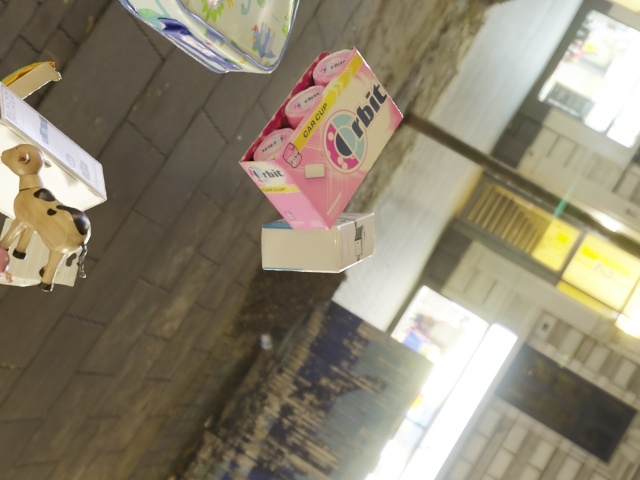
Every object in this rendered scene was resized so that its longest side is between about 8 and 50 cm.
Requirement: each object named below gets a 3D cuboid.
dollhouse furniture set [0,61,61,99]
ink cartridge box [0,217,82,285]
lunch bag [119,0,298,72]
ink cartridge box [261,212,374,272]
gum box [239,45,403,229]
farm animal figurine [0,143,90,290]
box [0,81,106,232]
[{"bbox_3d":[-0.686,-0.302,1.712,0.301,0.151,0.197,-40,-158,-16],"label":"dollhouse furniture set"},{"bbox_3d":[-0.607,0.031,1.881,0.045,0.179,0.145,109,-11,-61],"label":"ink cartridge box"},{"bbox_3d":[-0.105,-0.270,0.869,0.219,0.090,0.176,22,78,-62],"label":"lunch bag"},{"bbox_3d":[0.000,0.000,1.496,0.191,0.140,0.082,-26,115,-67],"label":"ink cartridge box"},{"bbox_3d":[0.007,-0.116,0.959,0.107,0.062,0.188,51,58,-31],"label":"gum box"},{"bbox_3d":[-0.474,-0.096,1.130,0.330,0.327,0.172,18,110,-41],"label":"farm animal figurine"},{"bbox_3d":[-0.527,-0.137,1.511,0.169,0.087,0.290,-24,149,14],"label":"box"}]
